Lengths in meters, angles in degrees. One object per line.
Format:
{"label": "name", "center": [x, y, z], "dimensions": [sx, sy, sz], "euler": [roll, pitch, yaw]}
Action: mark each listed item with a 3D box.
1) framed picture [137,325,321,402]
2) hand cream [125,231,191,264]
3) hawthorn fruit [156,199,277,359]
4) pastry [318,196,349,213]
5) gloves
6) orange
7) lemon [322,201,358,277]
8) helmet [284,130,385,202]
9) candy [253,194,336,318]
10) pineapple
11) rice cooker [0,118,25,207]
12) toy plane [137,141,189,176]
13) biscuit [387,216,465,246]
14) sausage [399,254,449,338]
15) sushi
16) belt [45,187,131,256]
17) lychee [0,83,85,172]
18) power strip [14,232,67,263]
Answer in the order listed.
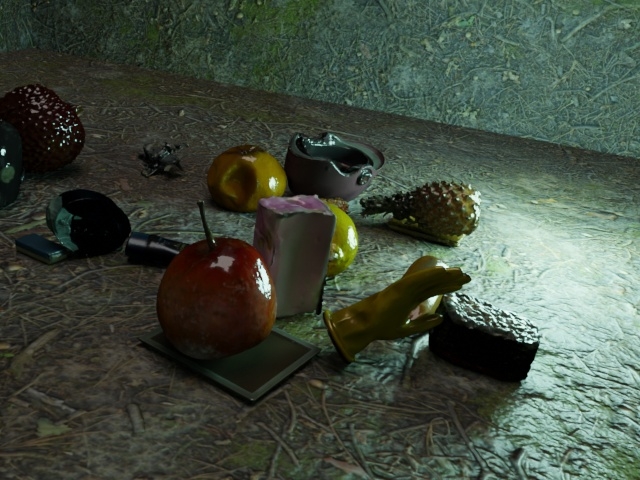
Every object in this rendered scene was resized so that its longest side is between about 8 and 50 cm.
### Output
{"label": "framed picture", "center": [-0.178, 0.212, 1.308], "dimensions": [0.293, 0.018, 0.231], "euler": [21, 27, 28]}
{"label": "hand cream", "center": [-0.340, 0.036, 1.625], "dimensions": [0.270, 0.061, 0.120], "euler": [13, 18, -8]}
{"label": "hawthorn fruit", "center": [-0.187, 0.101, 1.266], "dimensions": [0.231, 0.263, 0.235], "euler": [30, -3, -1]}
{"label": "pastry", "center": [0.006, -0.093, 2.014], "dimensions": [0.169, 0.063, 0.087], "euler": [0, 46, -27]}
{"label": "gloves", "center": [0.160, 0.129, 1.294], "dimensions": [0.294, 0.116, 0.133], "euler": [-27, -18, 7]}
{"label": "orange", "center": [-0.224, -0.203, 2.032], "dimensions": [0.248, 0.184, 0.249], "euler": [7, 25, -3]}
{"label": "lemon", "center": [0.000, 0.000, 1.644], "dimensions": [0.186, 0.187, 0.244], "euler": [-3, 26, -24]}
{"label": "helmet", "center": [0.032, -0.220, 2.140], "dimensions": [0.338, 0.197, 0.271], "euler": [-3, 33, -38]}
{"label": "candy", "center": [-0.067, 0.037, 1.438], "dimensions": [0.155, 0.265, 0.116], "euler": [-4, 29, -25]}
{"label": "pineapple", "center": [0.296, -0.102, 1.963], "dimensions": [0.360, 0.175, 0.175], "euler": [5, 22, 16]}
{"label": "rice cooker", "center": [-0.941, -0.220, 1.785], "dimensions": [0.267, 0.225, 0.267], "euler": [5, 22, -2]}
{"label": "toy plane", "center": [-0.561, -0.286, 2.237], "dimensions": [0.261, 0.088, 0.192], "euler": [21, 54, 36]}
{"label": "biscuit", "center": [0.329, -0.035, 2.024], "dimensions": [0.230, 0.025, 0.131], "euler": [17, 25, 20]}
{"label": "sausage", "center": [0.227, 0.129, 1.529], "dimensions": [0.112, 0.112, 0.328], "euler": [16, 27, 18]}
{"label": "sushi", "center": [0.341, 0.199, 1.376], "dimensions": [0.225, 0.126, 0.136], "euler": [16, 24, 13]}
{"label": "belt", "center": [-0.565, -0.042, 1.586], "dimensions": [0.198, 0.151, 0.078], "euler": [23, 9, -45]}
{"label": "lychee", "center": [-0.878, -0.345, 2.044], "dimensions": [0.304, 0.276, 0.275], "euler": [-36, 43, -24]}
{"label": "power strip", "center": [-0.666, 0.020, 1.566], "dimensions": [0.123, 0.032, 0.056], "euler": [19, 26, 23]}
